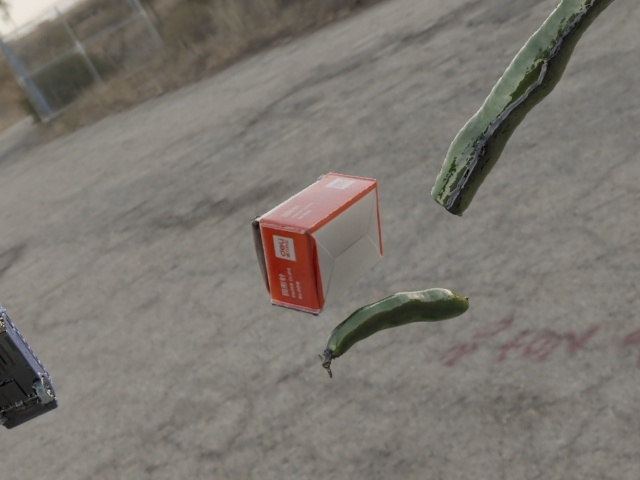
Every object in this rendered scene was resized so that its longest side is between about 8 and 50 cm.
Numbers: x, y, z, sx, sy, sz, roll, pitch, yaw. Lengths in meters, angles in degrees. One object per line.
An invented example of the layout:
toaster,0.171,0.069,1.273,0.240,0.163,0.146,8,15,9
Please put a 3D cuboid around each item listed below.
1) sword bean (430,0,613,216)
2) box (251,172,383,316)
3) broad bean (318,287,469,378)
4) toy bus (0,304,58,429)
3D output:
sword bean,0.165,-0.127,0.768,0.269,0.043,0.038,-54,10,26
box,0.000,0.000,1.422,0.099,0.133,0.182,10,32,34
broad bean,0.094,0.104,1.325,0.227,0.069,0.039,-22,14,-19
toy bus,-0.360,0.128,1.135,0.073,0.167,0.076,-24,34,-1
